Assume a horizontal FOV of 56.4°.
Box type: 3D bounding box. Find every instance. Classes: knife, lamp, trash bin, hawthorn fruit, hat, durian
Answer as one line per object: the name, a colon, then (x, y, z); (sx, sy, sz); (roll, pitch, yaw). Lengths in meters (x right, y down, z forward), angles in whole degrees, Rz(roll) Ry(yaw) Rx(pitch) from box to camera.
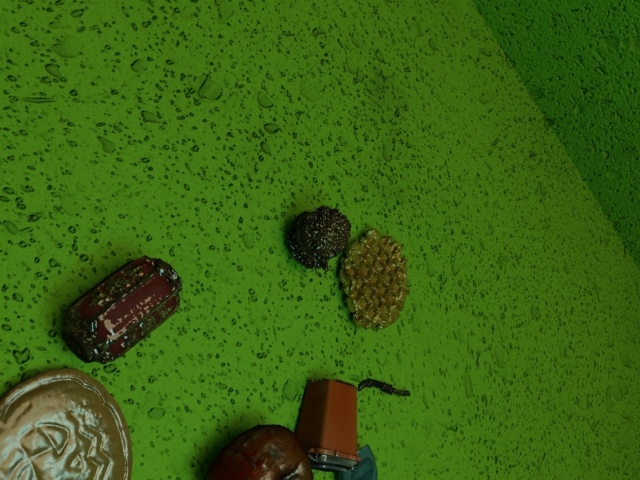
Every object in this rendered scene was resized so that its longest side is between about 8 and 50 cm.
knife: (0.208, 0.474, 1.923); (0.222, 0.021, 0.045); (16, 71, -33)
lamp: (-0.442, 0.152, 1.341); (0.274, 0.177, 0.177); (-45, 111, -36)
trash bin: (0.010, 0.515, 1.672); (0.184, 0.161, 0.238); (24, 60, -35)
hawthorn fruit: (-0.152, 0.583, 1.465); (0.262, 0.258, 0.258); (-13, 91, -13)
hat: (0.104, 0.678, 1.770); (0.138, 0.078, 0.190); (-23, 116, -32)
durian: (0.000, 0.000, 1.717); (0.167, 0.196, 0.196); (3, 81, -32)

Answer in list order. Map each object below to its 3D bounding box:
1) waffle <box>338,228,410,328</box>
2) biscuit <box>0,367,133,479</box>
waffle: (0.174, 0.124, 1.927); (0.302, 0.068, 0.324); (-6, 84, -41)
biscuit: (-0.570, 0.475, 1.242); (0.365, 0.062, 0.385); (-21, 96, -40)
